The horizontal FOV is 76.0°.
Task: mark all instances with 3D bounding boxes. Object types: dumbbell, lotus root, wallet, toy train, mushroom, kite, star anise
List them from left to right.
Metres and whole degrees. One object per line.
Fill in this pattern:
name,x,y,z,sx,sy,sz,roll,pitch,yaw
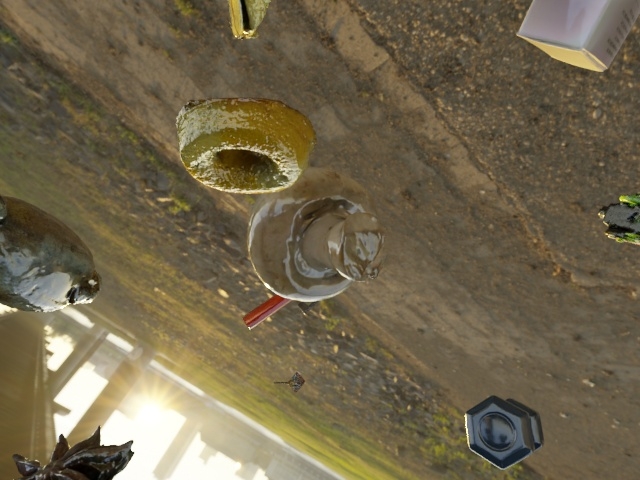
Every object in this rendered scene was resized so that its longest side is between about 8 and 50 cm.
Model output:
lotus root,-0.527,0.023,0.724,0.175,0.174,0.349,25,154,13
star anise,-0.353,0.331,0.546,0.181,0.205,0.061,6,112,48
wallet,-0.123,0.174,1.149,0.045,0.205,0.142,54,167,5
kite,-0.067,0.318,0.936,0.078,0.044,0.002,35,157,-27
mushroom,0.000,0.000,0.849,0.297,0.297,0.290,47,175,-29
dumbbell,0.482,0.486,1.055,0.316,0.156,0.143,32,-158,-51
toy train,0.656,-0.013,0.718,0.161,0.100,0.296,11,-170,-22

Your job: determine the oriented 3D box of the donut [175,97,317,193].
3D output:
donut,-0.096,-0.113,0.528,0.179,0.065,0.162,-1,159,13

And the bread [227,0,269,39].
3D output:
bread,-0.178,-0.563,0.868,0.199,0.235,0.263,14,-162,-20

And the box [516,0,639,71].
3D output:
box,0.407,-0.385,0.568,0.106,0.203,0.251,34,122,30

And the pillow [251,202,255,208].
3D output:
pillow,-0.071,-0.132,1.601,0.310,0.119,0.312,29,146,-22

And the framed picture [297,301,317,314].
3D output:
framed picture,0.011,0.202,1.736,0.016,0.265,0.347,47,171,-2
